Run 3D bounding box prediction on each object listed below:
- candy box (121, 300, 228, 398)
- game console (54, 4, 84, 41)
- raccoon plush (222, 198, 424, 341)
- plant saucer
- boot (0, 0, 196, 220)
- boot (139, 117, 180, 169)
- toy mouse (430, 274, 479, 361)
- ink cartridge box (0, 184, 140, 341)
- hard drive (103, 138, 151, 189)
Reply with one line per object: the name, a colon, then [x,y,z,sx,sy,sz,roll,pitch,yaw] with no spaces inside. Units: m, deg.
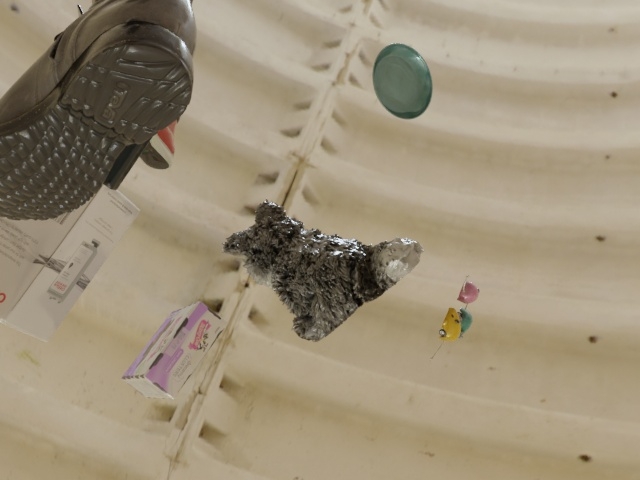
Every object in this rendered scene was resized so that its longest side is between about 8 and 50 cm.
candy box: [-0.269,0.203,1.361,0.070,0.196,0.164,41,-115,-13]
game console: [-0.436,-0.341,1.341,0.107,0.071,0.122,-24,-94,16]
raccoon plush: [0.000,0.000,1.517,0.299,0.446,0.216,46,-134,-1]
plant saucer: [0.123,-0.245,1.157,0.119,0.021,0.119,3,-96,-33]
boot: [-0.226,-0.165,0.723,0.118,0.338,0.222,38,-139,-41]
boot: [-0.365,-0.284,1.571,0.088,0.244,0.176,2,-114,13]
toy mouse: [0.251,0.123,1.298,0.031,0.161,0.143,24,-155,22]
ink cartridge box: [-0.486,0.002,1.293,0.207,0.117,0.283,25,-105,31]
hard drive: [-0.236,-0.138,0.849,0.094,0.022,0.135,35,-87,6]
